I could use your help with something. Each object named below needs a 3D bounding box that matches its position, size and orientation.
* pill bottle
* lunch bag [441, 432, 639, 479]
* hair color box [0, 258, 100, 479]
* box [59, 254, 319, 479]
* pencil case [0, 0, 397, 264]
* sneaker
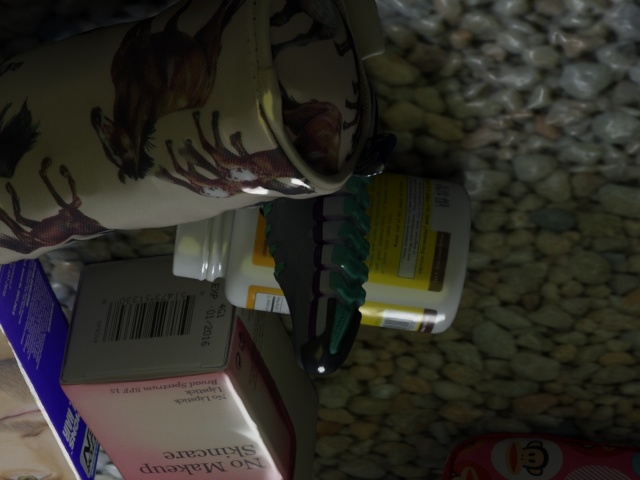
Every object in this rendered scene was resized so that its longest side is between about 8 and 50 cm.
[{"bbox_3d":[0.000,0.000,1.367,0.215,0.117,0.117,8,142,-3],"label":"pill bottle"},{"bbox_3d":[0.191,0.301,1.584,0.258,0.293,0.120,5,131,5],"label":"lunch bag"},{"bbox_3d":[-0.317,0.097,1.547,0.185,0.110,0.339,-3,143,10],"label":"hair color box"},{"bbox_3d":[-0.105,0.129,1.540,0.148,0.127,0.232,-7,140,15],"label":"box"},{"bbox_3d":[-0.156,-0.072,1.246,0.410,0.160,0.183,-13,-179,29],"label":"pencil case"},{"bbox_3d":[-0.017,-0.014,1.280,0.098,0.223,0.083,1,161,16],"label":"sneaker"}]
